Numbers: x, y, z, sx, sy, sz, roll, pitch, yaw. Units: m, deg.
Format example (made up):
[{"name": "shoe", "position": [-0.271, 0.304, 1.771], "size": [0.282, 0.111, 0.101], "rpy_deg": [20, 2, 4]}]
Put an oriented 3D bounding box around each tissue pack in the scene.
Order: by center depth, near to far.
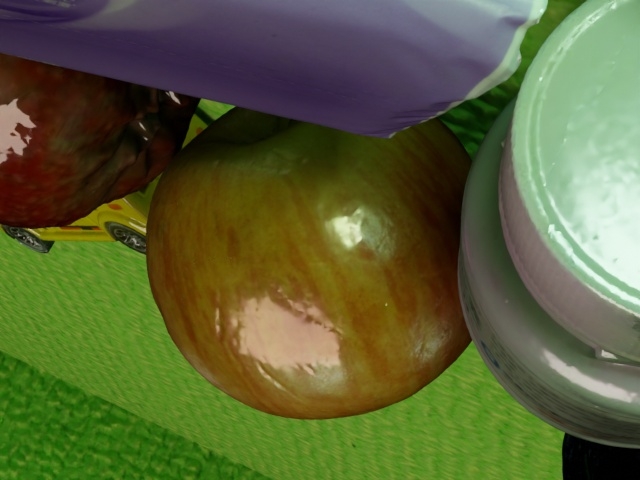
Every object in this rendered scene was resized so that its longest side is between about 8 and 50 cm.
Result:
[{"name": "tissue pack", "position": [-0.066, -0.171, 0.691], "size": [0.338, 0.160, 0.242], "rpy_deg": [13, 168, -12]}]

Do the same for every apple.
[{"name": "apple", "position": [0.000, 0.000, 1.033], "size": [0.286, 0.286, 0.233], "rpy_deg": [6, 129, 46]}]

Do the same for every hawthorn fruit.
[{"name": "hawthorn fruit", "position": [-0.252, -0.164, 1.026], "size": [0.330, 0.287, 0.287], "rpy_deg": [29, 161, 17]}]

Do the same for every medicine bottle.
[{"name": "medicine bottle", "position": [0.206, -0.008, 0.793], "size": [0.241, 0.241, 0.302], "rpy_deg": [24, 167, 11]}]

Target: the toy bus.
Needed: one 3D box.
[{"name": "toy bus", "position": [-0.256, -0.080, 1.391], "size": [0.330, 0.144, 0.152], "rpy_deg": [1, 147, 49]}]

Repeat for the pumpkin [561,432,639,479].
[{"name": "pumpkin", "position": [0.376, 0.193, 1.069], "size": [0.363, 0.266, 0.363], "rpy_deg": [23, 164, 7]}]
